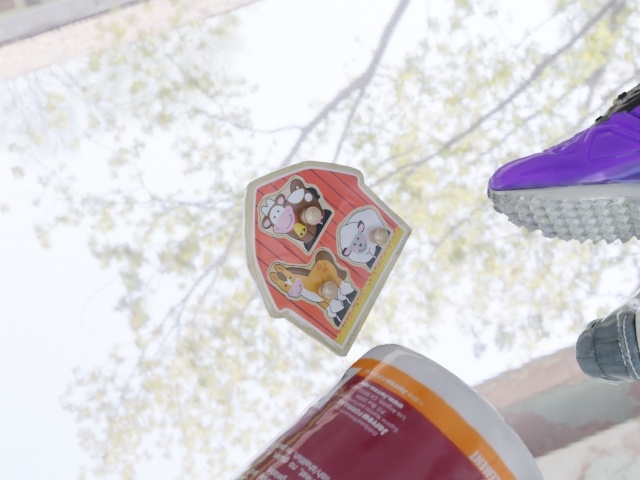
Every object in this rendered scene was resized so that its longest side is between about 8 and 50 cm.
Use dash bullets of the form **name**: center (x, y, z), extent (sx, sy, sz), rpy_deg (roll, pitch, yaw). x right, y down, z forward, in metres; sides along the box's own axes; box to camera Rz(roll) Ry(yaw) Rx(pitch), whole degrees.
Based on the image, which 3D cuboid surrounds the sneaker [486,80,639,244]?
- **sneaker**: center (0.278, -0.088, 0.783), extent (0.293, 0.146, 0.102), rpy_deg (-8, 159, 18)

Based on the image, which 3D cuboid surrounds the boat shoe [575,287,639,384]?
- **boat shoe**: center (0.386, 0.120, 1.238), extent (0.099, 0.116, 0.319), rpy_deg (-14, 176, 22)

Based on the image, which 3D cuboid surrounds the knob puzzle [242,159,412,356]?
- **knob puzzle**: center (0.000, 0.000, 1.035), extent (0.213, 0.213, 0.030), rpy_deg (-30, -168, -30)

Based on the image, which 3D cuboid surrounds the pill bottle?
- **pill bottle**: center (-0.011, 0.291, 0.830), extent (0.392, 0.224, 0.224), rpy_deg (-41, -153, -20)
